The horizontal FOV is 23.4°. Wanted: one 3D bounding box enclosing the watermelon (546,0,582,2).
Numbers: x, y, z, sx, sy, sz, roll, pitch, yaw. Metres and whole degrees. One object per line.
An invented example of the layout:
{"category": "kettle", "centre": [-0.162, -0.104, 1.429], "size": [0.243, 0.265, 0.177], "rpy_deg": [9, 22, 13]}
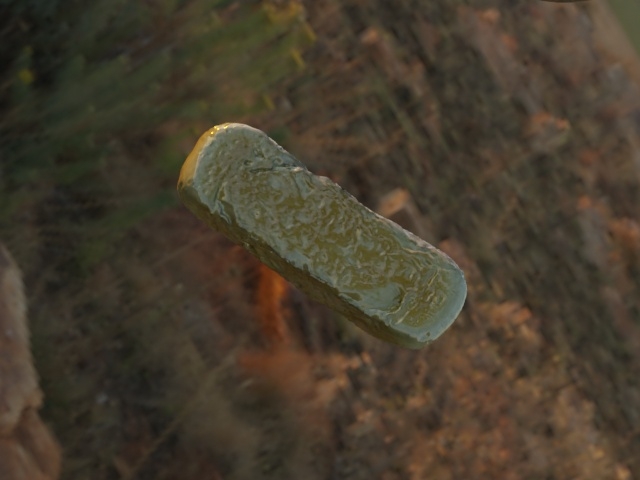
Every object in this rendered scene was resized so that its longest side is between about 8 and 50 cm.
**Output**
{"category": "watermelon", "centre": [0.142, -0.259, 0.879], "size": [0.242, 0.242, 0.242], "rpy_deg": [50, 22, -28]}

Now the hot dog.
{"category": "hot dog", "centre": [0.000, 0.000, 1.202], "size": [0.242, 0.084, 0.073], "rpy_deg": [32, -15, 6]}
